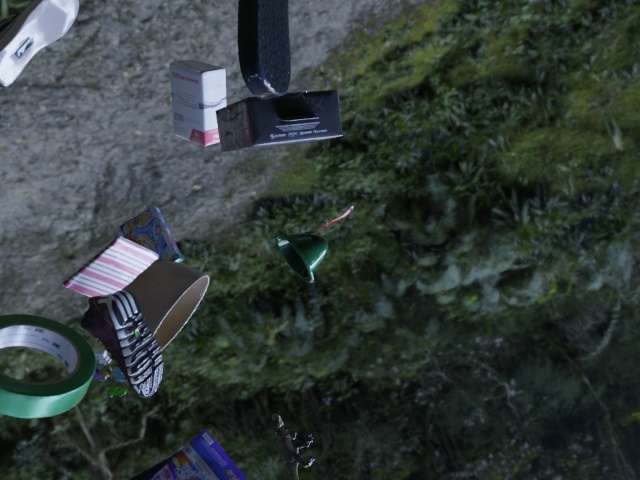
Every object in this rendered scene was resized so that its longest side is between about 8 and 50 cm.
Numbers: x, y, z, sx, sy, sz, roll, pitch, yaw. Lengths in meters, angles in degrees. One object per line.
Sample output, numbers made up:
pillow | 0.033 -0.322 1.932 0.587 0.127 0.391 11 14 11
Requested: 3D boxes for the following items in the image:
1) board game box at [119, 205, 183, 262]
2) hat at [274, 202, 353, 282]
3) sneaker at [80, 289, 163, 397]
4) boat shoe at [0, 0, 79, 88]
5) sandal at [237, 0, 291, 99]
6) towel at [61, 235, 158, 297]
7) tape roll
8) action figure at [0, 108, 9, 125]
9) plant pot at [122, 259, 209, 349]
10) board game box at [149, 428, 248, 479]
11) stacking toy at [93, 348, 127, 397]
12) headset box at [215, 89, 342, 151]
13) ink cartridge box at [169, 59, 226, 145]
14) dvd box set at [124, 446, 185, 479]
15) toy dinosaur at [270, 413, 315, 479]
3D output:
board game box | -0.543 0.008 2.133 0.136 0.201 0.035 -31 166 6
hat | 0.000 0.000 1.829 0.184 0.173 0.208 -35 -155 -17
sneaker | -0.494 0.250 1.629 0.163 0.281 0.106 -2 -161 30
boat shoe | -0.825 -0.577 1.803 0.340 0.158 0.127 -52 155 -17
sandal | -0.127 -0.463 1.164 0.107 0.445 0.167 -5 166 23
towel | -0.515 0.069 1.631 0.197 0.029 0.144 -39 147 10
tape roll | -0.753 0.318 1.717 0.077 0.321 0.321 -63 170 22
action figure | -0.878 -0.283 1.568 0.276 0.141 0.164 -3 -134 25
plant pot | -0.480 0.165 1.893 0.284 0.191 0.284 -56 175 -8
board game box | -0.250 0.661 1.583 0.233 0.347 0.078 -46 172 22
stacking toy | -0.620 0.396 1.954 0.221 0.052 0.167 -2 -148 23
headset box | -0.098 -0.276 1.547 0.218 0.110 0.293 -10 -172 -24
ink cartridge box | -0.356 -0.405 1.938 0.159 0.217 0.092 24 -144 37
dvd box set | -0.497 0.689 1.879 0.308 0.062 0.420 -25 167 -23
toy dinosaur | -0.077 0.656 2.040 0.118 0.268 0.064 -24 151 16
